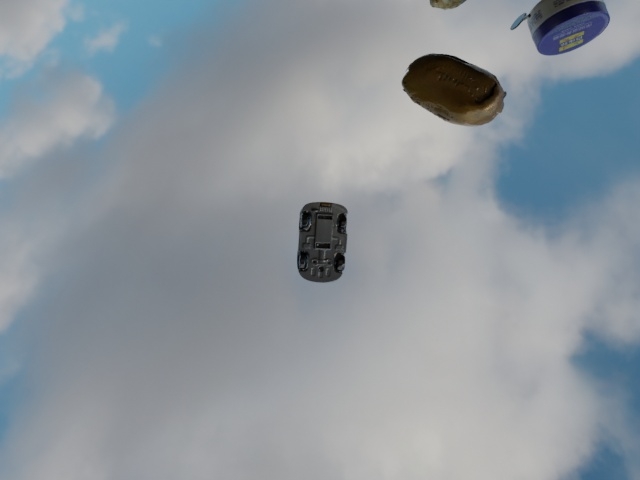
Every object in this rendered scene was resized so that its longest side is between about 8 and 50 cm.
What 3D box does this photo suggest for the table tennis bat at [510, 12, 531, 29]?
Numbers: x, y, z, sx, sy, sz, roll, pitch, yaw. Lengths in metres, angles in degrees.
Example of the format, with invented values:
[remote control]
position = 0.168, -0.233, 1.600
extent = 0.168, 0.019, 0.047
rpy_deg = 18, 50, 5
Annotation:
[table tennis bat]
position = 0.493, -0.541, 1.708
extent = 0.050, 0.007, 0.083
rpy_deg = -54, -168, -5

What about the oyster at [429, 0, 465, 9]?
[oyster]
position = 0.351, -0.647, 1.537
extent = 0.094, 0.166, 0.294
rpy_deg = 42, -57, 35

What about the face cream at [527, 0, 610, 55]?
[face cream]
position = 0.686, -0.617, 1.936
extent = 0.206, 0.206, 0.111
rpy_deg = -19, -107, 17

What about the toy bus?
[toy bus]
position = 0.000, 0.000, 1.838
extent = 0.126, 0.209, 0.136
rpy_deg = 3, -174, -7

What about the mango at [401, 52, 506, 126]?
[mango]
position = 0.316, -0.354, 1.662
extent = 0.249, 0.151, 0.156
rpy_deg = 20, -122, 5
